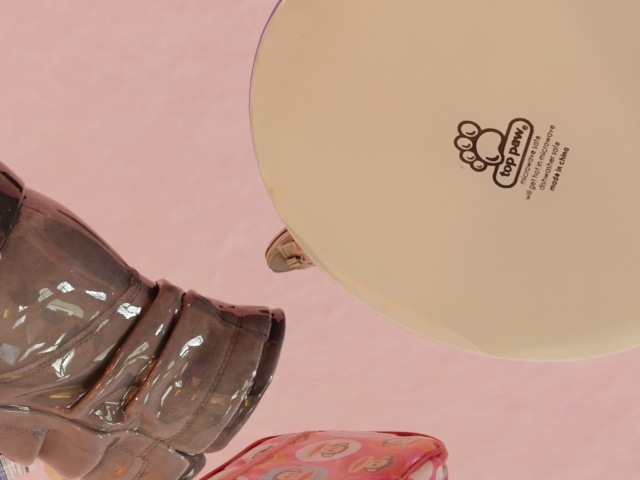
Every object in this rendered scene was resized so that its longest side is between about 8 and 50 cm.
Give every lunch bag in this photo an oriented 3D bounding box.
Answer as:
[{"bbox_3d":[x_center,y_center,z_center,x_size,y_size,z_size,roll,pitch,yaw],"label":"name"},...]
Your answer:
[{"bbox_3d":[-0.031,0.269,1.220,0.258,0.293,0.120,-3,99,29],"label":"lunch bag"}]

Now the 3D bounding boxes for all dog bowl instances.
[{"bbox_3d":[0.101,-0.069,0.652,0.265,0.265,0.104,29,40,-2],"label":"dog bowl"}]

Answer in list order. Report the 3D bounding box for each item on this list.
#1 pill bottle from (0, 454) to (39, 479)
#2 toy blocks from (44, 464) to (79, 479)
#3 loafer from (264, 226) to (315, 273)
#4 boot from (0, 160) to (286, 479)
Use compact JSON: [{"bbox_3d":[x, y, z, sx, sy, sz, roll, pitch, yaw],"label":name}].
[{"bbox_3d":[-0.341,0.224,1.367,0.120,0.067,0.067,-23,86,-20],"label":"pill bottle"},{"bbox_3d":[-0.242,0.172,1.354,0.054,0.123,0.148,3,41,32],"label":"toy blocks"},{"bbox_3d":[0.000,0.000,1.199,0.125,0.039,0.045,-30,129,21],"label":"loafer"},{"bbox_3d":[-0.191,0.107,0.746,0.223,0.338,0.118,33,42,-25],"label":"boot"}]
